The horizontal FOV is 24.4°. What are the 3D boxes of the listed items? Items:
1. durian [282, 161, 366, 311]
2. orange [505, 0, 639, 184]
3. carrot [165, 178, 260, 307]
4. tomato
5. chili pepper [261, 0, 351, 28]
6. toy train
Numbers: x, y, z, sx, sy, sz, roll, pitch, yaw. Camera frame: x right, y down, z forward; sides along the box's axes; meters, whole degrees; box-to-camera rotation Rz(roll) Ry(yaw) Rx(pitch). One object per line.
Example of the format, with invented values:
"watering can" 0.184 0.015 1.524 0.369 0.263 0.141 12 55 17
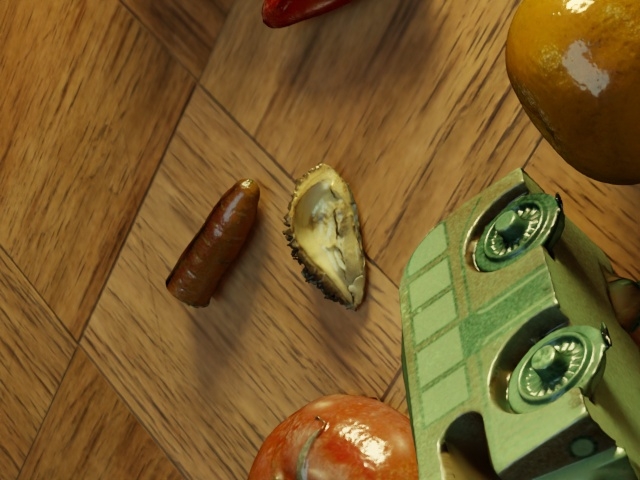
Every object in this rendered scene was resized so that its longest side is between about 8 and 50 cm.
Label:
"durian" 0.004 -0.001 1.266 0.066 0.052 0.130 -11 93 5
"orange" 0.199 -0.115 0.989 0.134 0.154 0.154 -39 63 -6
"carrot" -0.091 0.001 1.339 0.048 0.048 0.139 51 126 25
"tomato" 0.013 0.251 1.248 0.237 0.095 0.237 8 101 43
"chili pepper" 0.001 -0.225 1.211 0.169 0.065 0.088 -41 68 43
"toy train" 0.140 0.083 0.978 0.159 0.129 0.326 -35 27 19
